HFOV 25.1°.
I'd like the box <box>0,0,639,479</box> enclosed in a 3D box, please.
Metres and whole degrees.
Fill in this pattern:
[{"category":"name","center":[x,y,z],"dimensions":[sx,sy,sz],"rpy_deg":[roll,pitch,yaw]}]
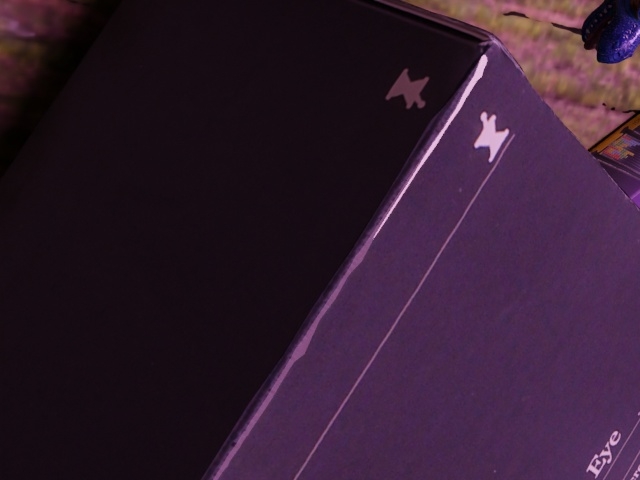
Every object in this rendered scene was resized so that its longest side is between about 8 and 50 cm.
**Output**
[{"category":"box","center":[-0.009,0.113,0.577],"dimensions":[0.343,0.179,0.312],"rpy_deg":[-57,137,-5]}]

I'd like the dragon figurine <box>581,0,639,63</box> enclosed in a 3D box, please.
[{"category":"dragon figurine","center":[0.168,-0.191,0.603],"dimensions":[0.289,0.144,0.085],"rpy_deg":[-42,133,-12]}]

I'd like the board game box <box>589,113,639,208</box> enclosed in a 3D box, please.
[{"category":"board game box","center":[0.208,-0.013,0.802],"dimensions":[0.170,0.048,0.141],"rpy_deg":[-37,133,-17]}]
